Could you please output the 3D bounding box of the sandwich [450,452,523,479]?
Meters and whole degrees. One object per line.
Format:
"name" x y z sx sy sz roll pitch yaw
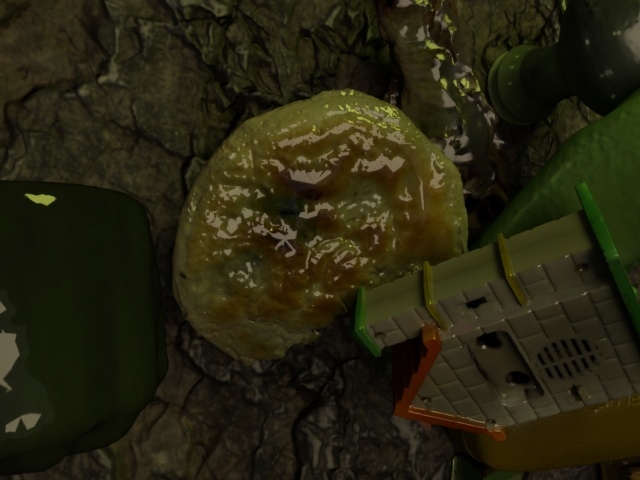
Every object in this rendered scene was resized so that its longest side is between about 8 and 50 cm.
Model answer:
"sandwich" 0.234 0.319 0.752 0.116 0.074 0.074 6 87 -18

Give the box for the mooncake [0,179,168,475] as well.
"mooncake" -0.299 0.072 0.442 0.356 0.356 0.194 -7 88 -18

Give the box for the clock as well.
"clock" 0.182 0.096 0.586 0.255 0.106 0.220 -22 123 23

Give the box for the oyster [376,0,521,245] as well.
"oyster" 0.153 -0.149 0.712 0.197 0.133 0.337 -19 99 -25

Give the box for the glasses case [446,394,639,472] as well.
"glasses case" 0.348 0.191 0.759 0.371 0.141 0.173 -1 88 -19

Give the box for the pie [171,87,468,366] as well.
"pie" 0.000 0.000 0.631 0.337 0.075 0.338 -3 109 -8

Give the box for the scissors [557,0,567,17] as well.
"scissors" 0.378 -0.415 0.848 0.133 0.020 0.187 -22 97 -21

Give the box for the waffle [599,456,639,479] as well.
"waffle" 0.552 0.396 0.833 0.307 0.091 0.213 -2 82 -15

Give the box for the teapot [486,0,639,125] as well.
"teapot" 0.319 -0.214 0.702 0.183 0.251 0.184 1 88 -19

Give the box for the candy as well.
"candy" 0.284 -0.026 0.633 0.142 0.343 0.132 45 38 9
